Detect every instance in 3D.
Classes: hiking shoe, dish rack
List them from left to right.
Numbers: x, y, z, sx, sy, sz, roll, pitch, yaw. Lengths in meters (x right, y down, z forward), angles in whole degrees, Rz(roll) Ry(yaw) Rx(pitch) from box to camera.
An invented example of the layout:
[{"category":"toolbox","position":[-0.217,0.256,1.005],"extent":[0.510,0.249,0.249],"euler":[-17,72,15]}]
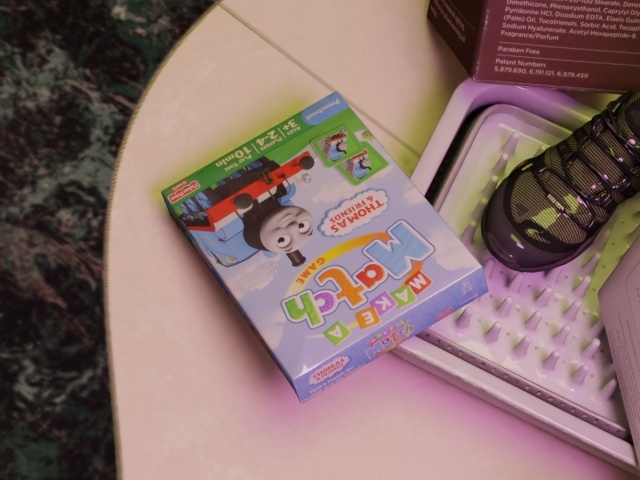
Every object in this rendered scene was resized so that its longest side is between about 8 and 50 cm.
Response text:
[{"category":"dish rack","position":[0.212,0.039,1.472],"extent":[0.333,0.072,0.285],"euler":[27,59,2]},{"category":"hiking shoe","position":[0.210,-0.064,1.423],"extent":[0.227,0.114,0.086],"euler":[-36,73,-29]}]

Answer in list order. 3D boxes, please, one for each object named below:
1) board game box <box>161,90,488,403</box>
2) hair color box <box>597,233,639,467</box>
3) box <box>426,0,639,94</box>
[{"category":"board game box","position":[0.000,0.000,1.399],"extent":[0.160,0.039,0.211],"euler":[-31,54,-9]},{"category":"hair color box","position":[0.303,0.027,1.255],"extent":[0.105,0.347,0.174],"euler":[-2,62,-15]},{"category":"box","position":[0.196,-0.239,1.518],"extent":[0.167,0.203,0.168],"euler":[4,24,-12]}]
